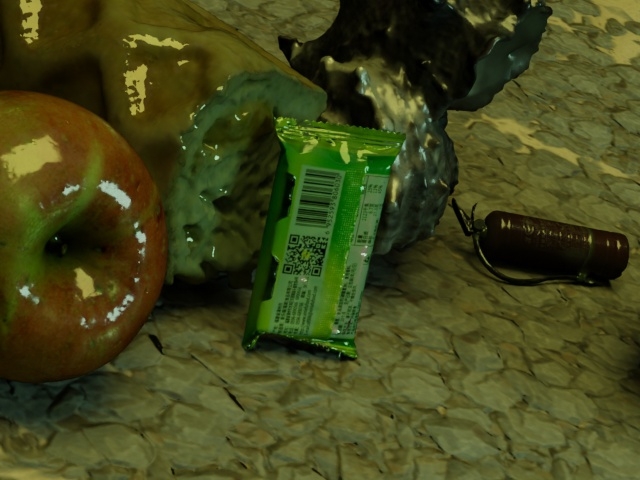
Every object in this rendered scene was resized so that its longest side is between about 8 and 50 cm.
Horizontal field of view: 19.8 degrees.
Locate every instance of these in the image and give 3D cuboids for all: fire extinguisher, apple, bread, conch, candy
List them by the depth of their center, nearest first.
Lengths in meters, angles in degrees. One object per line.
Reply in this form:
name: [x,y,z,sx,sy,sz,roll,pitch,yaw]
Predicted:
apple: [-0.204,-0.005,1.229,0.196,0.196,0.196,14,29,-8]
candy: [0.000,0.000,1.360,0.102,0.178,0.032,4,16,-25]
bread: [-0.141,-0.095,1.402,0.252,0.196,0.238,32,9,34]
conch: [0.063,-0.115,1.479,0.186,0.313,0.241,30,30,-25]
fire extinguisher: [0.190,0.008,1.595,0.157,0.045,0.078,11,52,-17]
